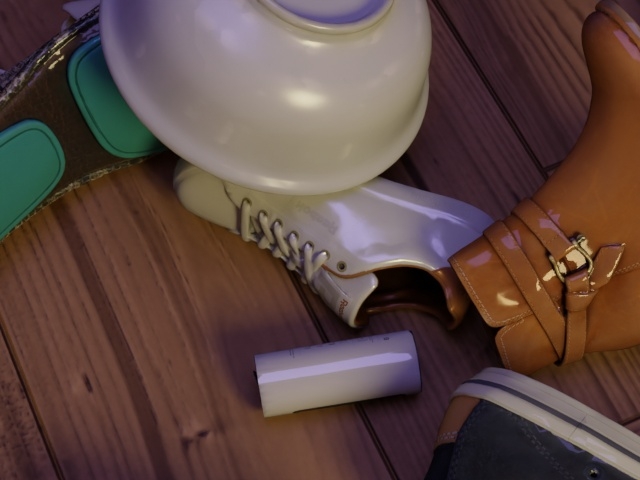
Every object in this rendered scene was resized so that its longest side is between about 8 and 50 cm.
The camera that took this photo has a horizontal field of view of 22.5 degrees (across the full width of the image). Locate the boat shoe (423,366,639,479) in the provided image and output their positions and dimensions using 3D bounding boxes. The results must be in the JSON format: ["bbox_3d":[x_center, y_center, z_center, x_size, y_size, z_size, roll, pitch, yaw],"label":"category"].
[{"bbox_3d":[0.283,0.269,1.168,0.500,0.187,0.156,28,69,23],"label":"boat shoe"}]

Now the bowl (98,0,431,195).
[{"bbox_3d":[-0.024,-0.196,1.338,0.298,0.134,0.298,11,58,-17],"label":"bowl"}]

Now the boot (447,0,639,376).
[{"bbox_3d":[0.201,-0.033,1.305,0.220,0.283,0.109,-23,24,2],"label":"boot"}]

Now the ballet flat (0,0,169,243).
[{"bbox_3d":[-0.245,-0.120,1.448,0.483,0.164,0.182,-33,43,-15],"label":"ballet flat"}]

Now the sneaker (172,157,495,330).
[{"bbox_3d":[0.000,0.000,1.378,0.290,0.106,0.123,14,58,9],"label":"sneaker"}]

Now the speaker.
[{"bbox_3d":[0.013,0.111,1.341,0.136,0.055,0.055,-9,59,-3],"label":"speaker"}]
